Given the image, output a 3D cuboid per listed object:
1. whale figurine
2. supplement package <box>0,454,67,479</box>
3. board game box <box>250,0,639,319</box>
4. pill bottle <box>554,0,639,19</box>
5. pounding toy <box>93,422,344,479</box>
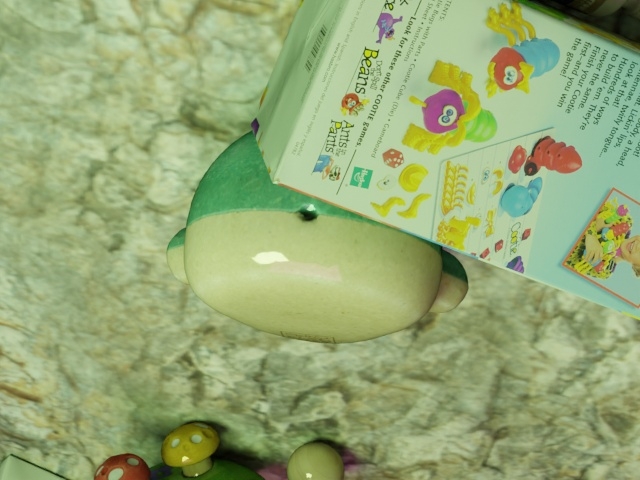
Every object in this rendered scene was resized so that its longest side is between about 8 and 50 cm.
[{"bbox_3d":[0.000,0.000,1.075,0.216,0.141,0.272,5,166,5],"label":"whale figurine"},{"bbox_3d":[-0.251,0.374,1.505,0.261,0.204,0.145,29,136,-24],"label":"supplement package"},{"bbox_3d":[0.116,-0.068,0.890,0.275,0.142,0.144,21,103,-13],"label":"board game box"},{"bbox_3d":[0.146,-0.167,0.860,0.120,0.067,0.067,20,141,-13],"label":"pill bottle"},{"bbox_3d":[-0.112,0.222,1.347,0.236,0.183,0.110,-9,112,21],"label":"pounding toy"}]
